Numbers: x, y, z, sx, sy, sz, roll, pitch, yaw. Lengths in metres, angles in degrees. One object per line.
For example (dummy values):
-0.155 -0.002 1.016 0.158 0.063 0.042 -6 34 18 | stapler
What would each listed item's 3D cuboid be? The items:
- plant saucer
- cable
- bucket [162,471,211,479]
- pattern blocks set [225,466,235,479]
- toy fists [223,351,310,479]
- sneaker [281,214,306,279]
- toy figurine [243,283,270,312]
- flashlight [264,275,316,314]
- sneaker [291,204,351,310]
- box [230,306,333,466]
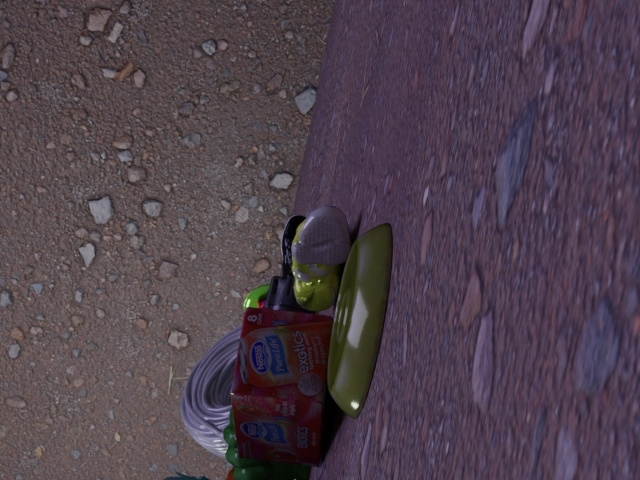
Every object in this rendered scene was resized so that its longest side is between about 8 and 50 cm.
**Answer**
0.043 0.094 1.399 0.241 0.037 0.240 -170 90 -86 | plant saucer
-0.123 0.256 2.004 0.257 0.089 0.257 6 54 49 | cable
-0.162 0.505 1.760 0.281 0.183 0.281 8 -90 -78 | bucket
-0.158 0.498 2.257 0.325 0.026 0.285 -54 -19 -34 | pattern blocks set
-0.071 0.253 1.796 0.096 0.142 0.279 -110 30 -81 | toy fists
-0.036 0.053 2.322 0.121 0.079 0.216 160 112 -81 | sneaker
-0.104 0.215 2.673 0.159 0.130 0.173 -100 -4 -50 | toy figurine
-0.064 0.224 2.144 0.103 0.103 0.304 42 -124 -55 | flashlight
0.000 0.000 1.818 0.240 0.091 0.126 104 175 -50 | sneaker
-0.050 0.206 1.582 0.257 0.123 0.128 92 -174 -61 | box
